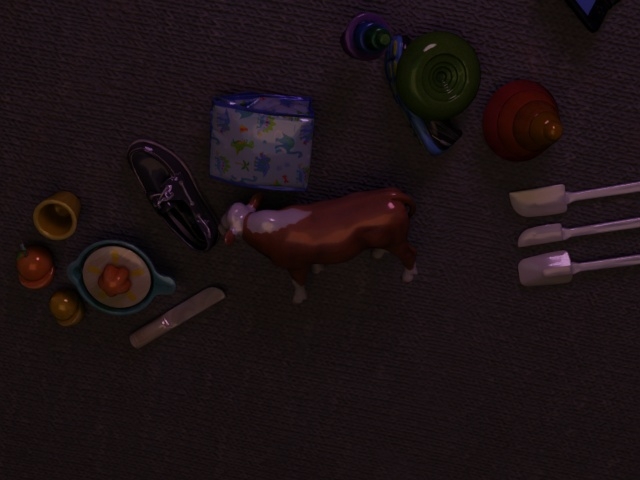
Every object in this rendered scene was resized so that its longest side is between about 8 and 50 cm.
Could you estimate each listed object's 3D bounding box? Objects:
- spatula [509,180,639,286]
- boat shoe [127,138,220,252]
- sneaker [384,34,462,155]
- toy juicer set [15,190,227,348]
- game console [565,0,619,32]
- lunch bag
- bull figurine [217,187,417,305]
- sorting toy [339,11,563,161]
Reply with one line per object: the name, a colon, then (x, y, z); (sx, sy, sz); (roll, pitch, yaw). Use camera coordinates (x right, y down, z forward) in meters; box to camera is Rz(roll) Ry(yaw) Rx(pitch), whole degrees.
spatula: (0.421, -0.015, 1.707); (0.242, 0.019, 0.168); (-8, 109, 8)
boat shoe: (-0.227, -0.067, 1.709); (0.075, 0.065, 0.206); (-31, 109, 18)
sneaker: (0.150, -0.217, 1.616); (0.078, 0.067, 0.188); (-29, 109, -6)
toy juicer set: (-0.344, 0.084, 1.777); (0.329, 0.089, 0.209); (34, 113, -11)
game console: (0.376, -0.367, 1.516); (0.122, 0.107, 0.071); (47, 139, -15)
lunch bag: (-0.089, -0.148, 1.643); (0.151, 0.096, 0.129); (2, 116, -7)
bull figurine: (0.000, 0.000, 1.678); (0.310, 0.101, 0.188); (-8, 140, 16)
sorting toy: (0.202, -0.211, 1.528); (0.365, 0.126, 0.127); (25, 96, -19)
